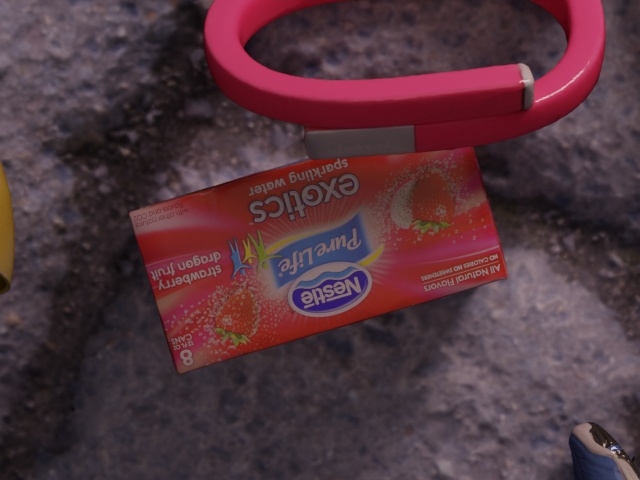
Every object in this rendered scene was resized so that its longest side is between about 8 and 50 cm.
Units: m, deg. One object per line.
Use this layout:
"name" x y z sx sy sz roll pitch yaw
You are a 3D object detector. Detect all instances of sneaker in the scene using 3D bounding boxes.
"sneaker" 0.226 0.248 0.976 0.081 0.080 0.211 -15 92 -1

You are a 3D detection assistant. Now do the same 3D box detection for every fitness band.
"fitness band" 0.060 -0.151 0.903 0.290 0.209 0.054 -5 136 1

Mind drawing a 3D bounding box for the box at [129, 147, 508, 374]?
"box" 0.000 0.000 0.943 0.256 0.122 0.128 -16 94 2

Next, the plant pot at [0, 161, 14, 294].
"plant pot" -0.292 -0.025 0.955 0.134 0.134 0.095 12 70 0
